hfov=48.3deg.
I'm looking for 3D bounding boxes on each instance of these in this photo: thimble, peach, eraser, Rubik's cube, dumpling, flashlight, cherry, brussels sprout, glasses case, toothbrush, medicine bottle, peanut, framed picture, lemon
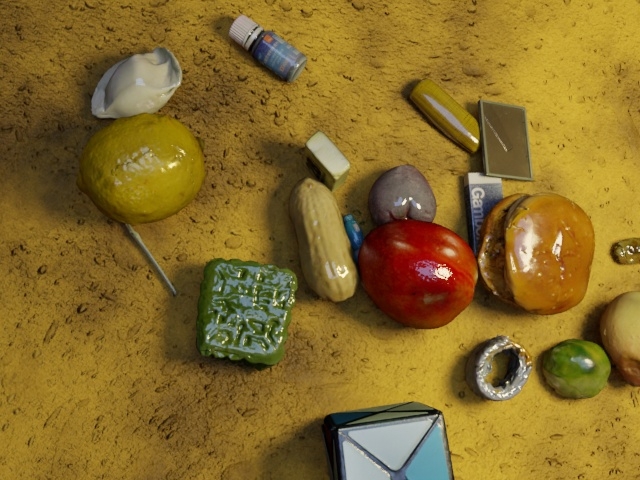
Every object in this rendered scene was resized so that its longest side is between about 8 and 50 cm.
[{"bbox_3d":[0.419,0.305,1.693,0.127,0.118,0.151,43,81,3],"label":"thimble"},{"bbox_3d":[0.218,0.071,1.642,0.274,0.245,0.249,23,89,-4],"label":"peach"},{"bbox_3d":[0.415,-0.063,1.793,0.091,0.046,0.213,-1,80,-7],"label":"eraser"},{"bbox_3d":[0.145,0.500,1.571,0.246,0.250,0.248,-8,83,-6],"label":"Rubik's cube"},{"bbox_3d":[-0.454,-0.392,1.757,0.252,0.131,0.179,-25,62,12],"label":"dumpling"},{"bbox_3d":[0.086,-0.001,1.758,0.051,0.051,0.129,-20,77,-8],"label":"flashlight"},{"bbox_3d":[0.195,-0.096,1.737,0.176,0.140,0.176,6,55,-9],"label":"cherry"},{"bbox_3d":[0.620,0.307,1.706,0.151,0.122,0.149,-30,81,-10],"label":"brussels sprout"},{"bbox_3d":[0.328,-0.318,1.823,0.234,0.064,0.079,42,73,2],"label":"glasses case"},{"bbox_3d":[0.012,-0.186,1.718,0.058,0.172,0.117,-40,86,-8],"label":"eraser"},{"bbox_3d":[-0.427,0.011,1.722,0.028,0.026,0.294,-28,83,-24],"label":"toothbrush"},{"bbox_3d":[-0.134,-0.487,1.806,0.203,0.083,0.083,36,79,4],"label":"medicine bottle"},{"bbox_3d":[0.000,0.000,1.702,0.147,0.147,0.319,-16,70,-7],"label":"peanut"},{"bbox_3d":[0.765,0.236,1.697,0.232,0.232,0.233,1,80,-5],"label":"peach"},{"bbox_3d":[0.471,-0.254,1.816,0.150,0.015,0.203,3,76,-25],"label":"framed picture"},{"bbox_3d":[-0.408,-0.162,1.641,0.284,0.260,0.261,-14,81,-32],"label":"lemon"}]

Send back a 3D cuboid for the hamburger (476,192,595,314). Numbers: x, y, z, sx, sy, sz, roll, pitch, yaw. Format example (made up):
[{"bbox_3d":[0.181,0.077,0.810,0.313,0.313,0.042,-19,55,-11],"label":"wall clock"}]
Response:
[{"bbox_3d":[0.528,0.032,1.701,0.314,0.170,0.290,7,87,-32],"label":"hamburger"}]

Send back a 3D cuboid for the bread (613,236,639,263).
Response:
[{"bbox_3d":[0.797,0.025,1.805,0.110,0.060,0.066,-5,110,-5],"label":"bread"}]

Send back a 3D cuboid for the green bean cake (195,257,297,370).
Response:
[{"bbox_3d":[-0.176,0.172,1.663,0.222,0.125,0.248,9,79,-3],"label":"green bean cake"}]
